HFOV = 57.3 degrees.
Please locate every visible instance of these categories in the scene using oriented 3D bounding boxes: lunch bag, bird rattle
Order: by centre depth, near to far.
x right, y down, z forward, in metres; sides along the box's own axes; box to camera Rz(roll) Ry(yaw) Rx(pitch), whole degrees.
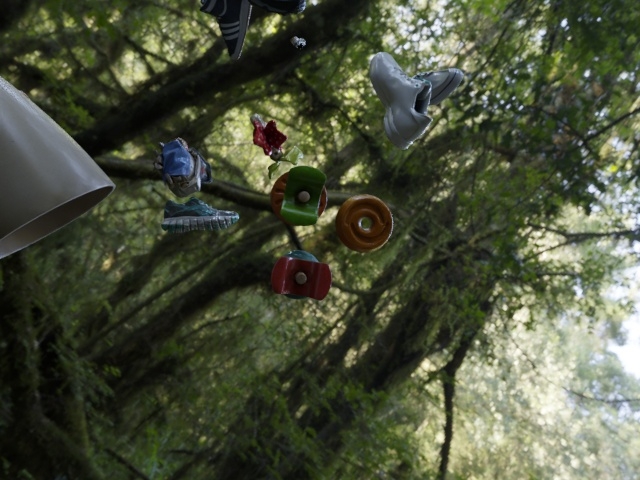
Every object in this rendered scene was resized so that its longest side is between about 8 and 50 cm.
[{"bbox_3d":[-0.274,-0.158,1.272,0.083,0.053,0.071,53,-22,-25],"label":"lunch bag"},{"bbox_3d":[-0.177,-0.322,1.906,0.206,0.143,0.253,56,6,30],"label":"bird rattle"}]

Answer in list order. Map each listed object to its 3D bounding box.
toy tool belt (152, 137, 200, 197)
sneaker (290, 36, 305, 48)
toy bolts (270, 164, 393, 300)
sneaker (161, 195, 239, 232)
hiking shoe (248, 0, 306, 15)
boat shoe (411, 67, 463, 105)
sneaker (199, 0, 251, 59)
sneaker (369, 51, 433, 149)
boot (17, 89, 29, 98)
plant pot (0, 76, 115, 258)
[{"bbox_3d":[-0.171,-0.094,0.689,0.051,0.052,0.083,40,29,-61],"label":"toy tool belt"},{"bbox_3d":[-0.069,-0.646,1.932,0.032,0.083,0.037,-38,-96,28],"label":"sneaker"},{"bbox_3d":[0.000,0.000,1.055,0.219,0.228,0.158,16,-1,-7],"label":"toy bolts"},{"bbox_3d":[-0.263,-0.062,1.277,0.065,0.167,0.076,126,-41,-65],"label":"sneaker"},{"bbox_3d":[-0.145,-0.621,1.282,0.304,0.113,0.132,44,-32,7],"label":"hiking shoe"},{"bbox_3d":[0.259,-0.385,1.482,0.076,0.083,0.226,30,-23,-22],"label":"boat shoe"},{"bbox_3d":[-0.303,-0.692,1.838,0.153,0.099,0.282,12,-26,-11],"label":"sneaker"},{"bbox_3d":[0.152,-0.266,1.040,0.080,0.212,0.094,16,-38,-40],"label":"sneaker"},{"bbox_3d":[-0.553,-0.172,1.144,0.176,0.088,0.244,7,-76,35],"label":"boot"},{"bbox_3d":[-0.531,-0.139,0.968,0.273,0.257,0.256,57,-21,-7],"label":"plant pot"}]
